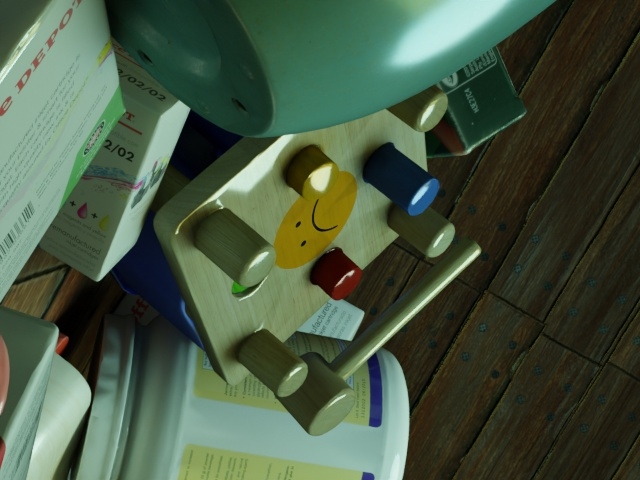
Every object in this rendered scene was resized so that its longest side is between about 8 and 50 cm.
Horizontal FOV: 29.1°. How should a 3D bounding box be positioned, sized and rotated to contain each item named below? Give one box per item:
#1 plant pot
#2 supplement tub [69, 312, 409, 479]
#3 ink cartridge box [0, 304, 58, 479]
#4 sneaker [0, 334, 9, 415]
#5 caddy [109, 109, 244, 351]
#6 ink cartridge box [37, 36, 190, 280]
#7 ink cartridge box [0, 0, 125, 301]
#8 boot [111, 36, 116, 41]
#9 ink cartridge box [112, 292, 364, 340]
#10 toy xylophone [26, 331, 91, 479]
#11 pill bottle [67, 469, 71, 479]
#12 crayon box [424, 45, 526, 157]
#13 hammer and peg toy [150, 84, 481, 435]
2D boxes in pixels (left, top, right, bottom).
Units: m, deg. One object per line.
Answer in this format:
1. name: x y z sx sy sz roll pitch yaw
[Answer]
1. plant pot: -0.006 -0.192 0.605 0.235 0.293 0.293 -44 172 -16
2. supplement tub: -0.092 0.208 1.354 0.241 0.331 0.241 -168 -90 -78
3. ink cartridge box: -0.277 0.185 0.839 0.273 0.114 0.197 115 -6 -50
4. sneaker: -0.299 0.119 0.570 0.314 0.116 0.136 -48 135 -18
5. caddy: -0.102 -0.041 1.203 0.241 0.179 0.341 -45 160 -13
6. ink cartridge box: -0.151 -0.077 0.815 0.181 0.104 0.061 -63 175 33
7. ink cartridge box: -0.179 -0.065 0.619 0.154 0.093 0.212 -59 178 -15
8. boot: -0.129 -0.134 0.914 0.213 0.077 0.165 -56 179 35
9. ink cartridge box: -0.116 0.123 1.594 0.201 0.278 0.117 -59 174 -27
10. toy xylophone: -0.323 0.247 1.237 0.236 0.081 0.323 -56 175 -49
11. pill bottle: -0.246 0.346 1.599 0.152 0.272 0.152 -59 176 -6
12. crayon box: 0.036 -0.179 1.188 0.081 0.202 0.318 -33 -165 -24
13. hammer and peg toy: 0.000 0.000 1.043 0.266 0.127 0.361 -42 152 -17
